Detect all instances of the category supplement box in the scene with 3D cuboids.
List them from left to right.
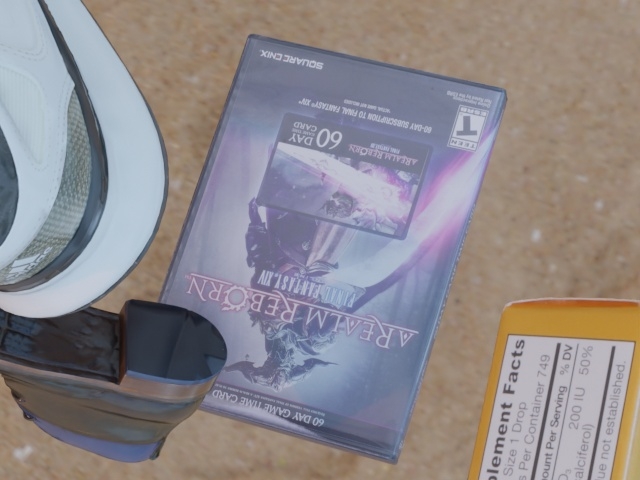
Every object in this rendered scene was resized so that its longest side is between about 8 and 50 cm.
[{"bbox_3d":[0.098,0.142,0.672,0.078,0.080,0.233,31,69,-47],"label":"supplement box"}]

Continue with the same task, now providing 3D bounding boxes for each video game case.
[{"bbox_3d":[0.000,0.000,1.211,0.026,0.196,0.274,60,46,-69],"label":"video game case"}]

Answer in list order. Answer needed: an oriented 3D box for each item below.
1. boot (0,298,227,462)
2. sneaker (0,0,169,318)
[{"bbox_3d":[-0.175,0.077,1.023,0.219,0.082,0.106,16,133,-11],"label":"boot"},{"bbox_3d":[-0.254,-0.173,0.804,0.169,0.447,0.257,-40,156,12],"label":"sneaker"}]
